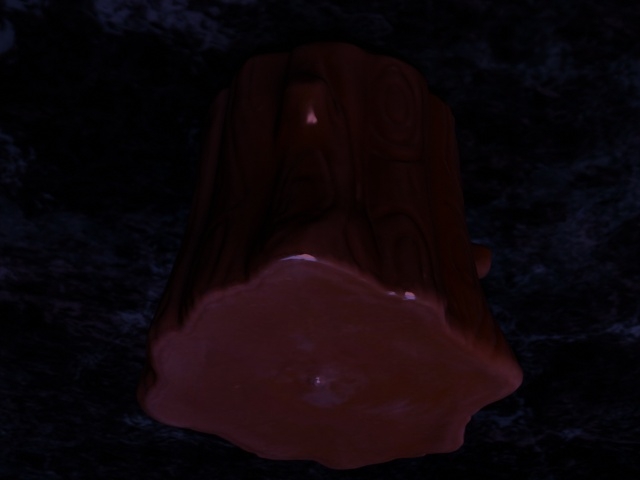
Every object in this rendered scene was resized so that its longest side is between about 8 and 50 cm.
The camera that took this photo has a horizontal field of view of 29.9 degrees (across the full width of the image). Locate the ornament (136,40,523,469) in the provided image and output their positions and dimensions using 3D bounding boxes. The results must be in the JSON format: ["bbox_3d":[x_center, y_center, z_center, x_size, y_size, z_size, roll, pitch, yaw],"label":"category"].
[{"bbox_3d":[0.000,0.000,0.768,0.235,0.217,0.221,-8,138,11],"label":"ornament"}]
